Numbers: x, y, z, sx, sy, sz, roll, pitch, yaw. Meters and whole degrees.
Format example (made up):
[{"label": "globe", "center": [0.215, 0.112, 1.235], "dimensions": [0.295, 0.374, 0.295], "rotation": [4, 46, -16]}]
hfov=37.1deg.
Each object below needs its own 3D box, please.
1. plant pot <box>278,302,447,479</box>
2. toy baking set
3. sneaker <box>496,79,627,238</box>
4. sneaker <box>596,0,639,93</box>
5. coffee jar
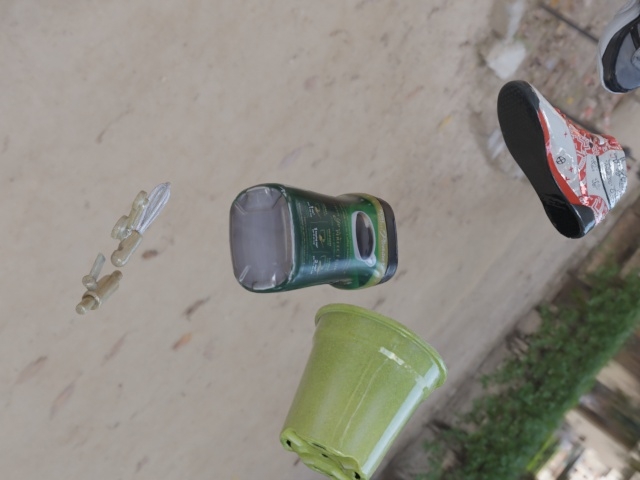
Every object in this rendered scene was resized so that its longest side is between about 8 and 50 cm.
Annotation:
[{"label": "plant pot", "center": [0.058, 0.297, 1.758], "dimensions": [0.254, 0.276, 0.276], "rotation": [-59, 168, -27]}, {"label": "toy baking set", "center": [-0.280, 0.006, 1.397], "dimensions": [0.197, 0.030, 0.256], "rotation": [-58, -178, 13]}, {"label": "sneaker", "center": [0.379, -0.150, 1.477], "dimensions": [0.145, 0.270, 0.090], "rotation": [-37, -165, -28]}, {"label": "sneaker", "center": [0.429, -0.236, 1.134], "dimensions": [0.101, 0.153, 0.269], "rotation": [9, 144, -20]}, {"label": "coffee jar", "center": [0.000, 0.000, 0.888], "dimensions": [0.184, 0.079, 0.096], "rotation": [3, 82, -54]}]
